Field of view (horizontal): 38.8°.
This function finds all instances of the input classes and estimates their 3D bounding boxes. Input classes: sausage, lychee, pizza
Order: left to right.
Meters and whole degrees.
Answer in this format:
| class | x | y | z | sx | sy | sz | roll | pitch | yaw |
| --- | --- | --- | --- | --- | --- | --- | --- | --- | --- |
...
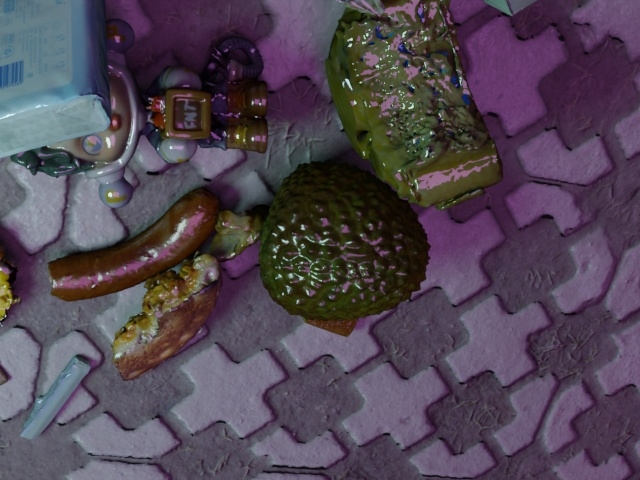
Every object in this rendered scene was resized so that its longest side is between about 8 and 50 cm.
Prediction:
| class | x | y | z | sx | sy | sz | roll | pitch | yaw |
| --- | --- | --- | --- | --- | --- | --- | --- | --- | --- |
| sausage | -0.291 | 0.017 | 1.463 | 0.302 | 0.076 | 0.103 | -26 | 122 | 0 |
| pizza | -0.258 | 0.124 | 1.495 | 0.161 | 0.085 | 0.305 | -4 | 143 | -51 |
| lychee | 0.011 | 0.004 | 1.425 | 0.320 | 0.270 | 0.270 | 39 | 106 | 18 |

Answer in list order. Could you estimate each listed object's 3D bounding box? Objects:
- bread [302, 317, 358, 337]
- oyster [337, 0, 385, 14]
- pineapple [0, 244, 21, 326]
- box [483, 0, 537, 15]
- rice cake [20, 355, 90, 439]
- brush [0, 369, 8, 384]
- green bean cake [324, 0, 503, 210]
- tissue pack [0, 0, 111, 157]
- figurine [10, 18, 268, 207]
| class | x | y | z | sx | sy | sz | roll | pitch | yaw |
| --- | --- | --- | --- | --- | --- | --- | --- | --- | --- |
| bread | 0.026 | 0.118 | 1.613 | 0.094 | 0.035 | 0.090 | 21 | 109 | -22 |
| oyster | -0.007 | -0.435 | 1.235 | 0.087 | 0.252 | 0.199 | -4 | 114 | -60 |
| pineapple | -0.576 | 0.065 | 1.419 | 0.225 | 0.076 | 0.224 | -7 | 117 | -14 |
| box | 0.239 | -0.418 | 1.291 | 0.086 | 0.225 | 0.129 | -30 | 119 | 2 |
| rice cake | -0.462 | 0.272 | 1.573 | 0.042 | 0.030 | 0.180 | 31 | 105 | -30 |
| brush | -0.580 | 0.180 | 1.511 | 0.043 | 0.014 | 0.170 | -25 | 117 | 1 |
| green bean cake | 0.124 | -0.217 | 1.333 | 0.202 | 0.285 | 0.310 | -20 | 117 | 2 |
| tissue pack | -0.362 | -0.242 | 1.173 | 0.177 | 0.263 | 0.089 | -13 | 148 | 3 |
| figurine | -0.266 | -0.177 | 1.305 | 0.382 | 0.186 | 0.261 | 0 | 91 | -11 |
